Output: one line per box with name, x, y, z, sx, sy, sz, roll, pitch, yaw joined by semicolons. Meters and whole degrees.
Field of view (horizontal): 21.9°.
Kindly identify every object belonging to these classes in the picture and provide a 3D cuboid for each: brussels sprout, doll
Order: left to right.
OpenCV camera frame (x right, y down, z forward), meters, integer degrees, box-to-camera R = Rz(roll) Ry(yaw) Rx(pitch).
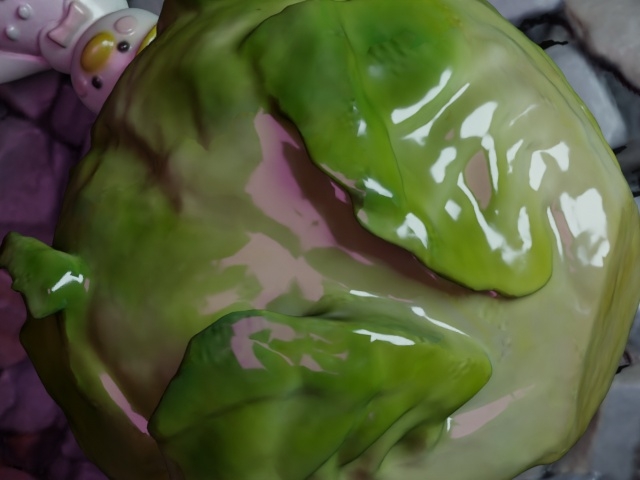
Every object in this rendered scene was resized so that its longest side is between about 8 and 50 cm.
doll;-0.133;-0.120;0.874;0.207;0.081;0.129;40;99;12
brussels sprout;0.000;0.002;0.752;0.294;0.227;0.259;14;88;8
